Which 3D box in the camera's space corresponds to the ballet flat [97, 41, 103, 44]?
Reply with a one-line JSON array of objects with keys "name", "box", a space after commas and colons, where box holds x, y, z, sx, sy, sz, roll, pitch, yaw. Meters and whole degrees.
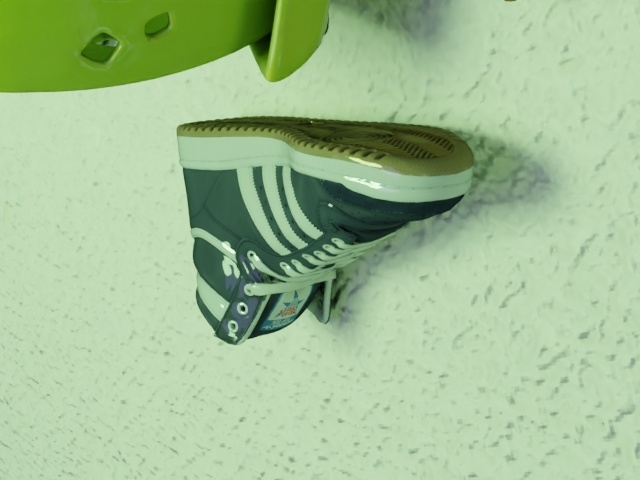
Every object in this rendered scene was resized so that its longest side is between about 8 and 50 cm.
[{"name": "ballet flat", "box": [-0.182, -0.236, 1.032, 0.107, 0.106, 0.316, 52, 136, 23]}]

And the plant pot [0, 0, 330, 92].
[{"name": "plant pot", "box": [-0.099, -0.226, 0.829, 0.227, 0.207, 0.228, -111, 27, -57]}]

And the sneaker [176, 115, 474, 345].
[{"name": "sneaker", "box": [0.000, 0.000, 0.909, 0.282, 0.099, 0.153, 12, 107, 54]}]
